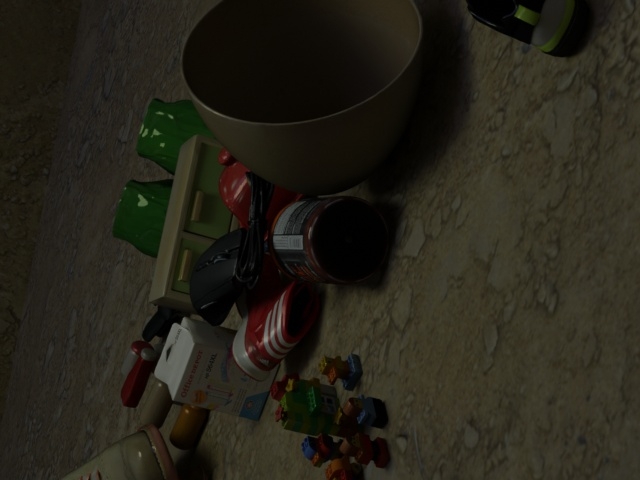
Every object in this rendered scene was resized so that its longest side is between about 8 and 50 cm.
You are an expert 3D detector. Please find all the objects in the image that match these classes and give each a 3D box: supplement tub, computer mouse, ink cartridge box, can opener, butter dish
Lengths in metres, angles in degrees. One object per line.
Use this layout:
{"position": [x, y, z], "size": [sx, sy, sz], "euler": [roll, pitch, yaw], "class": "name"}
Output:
{"position": [0.000, 0.000, 1.596], "size": [0.198, 0.106, 0.106], "euler": [180, 105, -69], "class": "supplement tub"}
{"position": [-0.122, 0.000, 1.717], "size": [0.262, 0.060, 0.184], "euler": [135, 146, -65], "class": "computer mouse"}
{"position": [-0.145, 0.172, 1.782], "size": [0.090, 0.143, 0.092], "euler": [-127, 56, -65], "class": "ink cartridge box"}
{"position": [-0.264, 0.126, 2.252], "size": [0.073, 0.059, 0.186], "euler": [65, 153, 21], "class": "can opener"}
{"position": [-0.092, -0.093, 1.841], "size": [0.160, 0.118, 0.160], "euler": [-50, 27, 12], "class": "butter dish"}

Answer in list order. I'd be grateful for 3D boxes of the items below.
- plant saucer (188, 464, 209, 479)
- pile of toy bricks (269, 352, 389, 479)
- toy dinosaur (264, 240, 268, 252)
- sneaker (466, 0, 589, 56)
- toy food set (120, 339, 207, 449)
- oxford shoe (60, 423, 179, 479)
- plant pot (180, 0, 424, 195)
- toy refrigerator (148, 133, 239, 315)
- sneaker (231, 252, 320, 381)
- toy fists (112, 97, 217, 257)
{"position": [-0.178, 0.369, 1.907], "size": [0.083, 0.015, 0.083], "euler": [-165, 90, -70], "class": "plant saucer"}
{"position": [-0.004, 0.197, 1.461], "size": [0.118, 0.105, 0.212], "euler": [-62, 24, 30], "class": "pile of toy bricks"}
{"position": [-0.073, 0.002, 1.896], "size": [0.082, 0.090, 0.047], "euler": [19, 73, 37], "class": "toy dinosaur"}
{"position": [0.186, -0.254, 1.313], "size": [0.084, 0.097, 0.235], "euler": [-68, 22, 15], "class": "sneaker"}
{"position": [-0.244, 0.211, 2.055], "size": [0.105, 0.111, 0.232], "euler": [-64, 25, 23], "class": "toy food set"}
{"position": [-0.314, 0.385, 2.002], "size": [0.141, 0.146, 0.397], "euler": [67, 153, 15], "class": "oxford shoe"}
{"position": [-0.006, -0.165, 1.568], "size": [0.191, 0.284, 0.284], "euler": [75, -173, -45], "class": "plant pot"}
{"position": [-0.189, -0.024, 2.096], "size": [0.094, 0.102, 0.270], "euler": [-21, 55, 64], "class": "toy refrigerator"}
{"position": [-0.047, 0.076, 1.737], "size": [0.128, 0.087, 0.221], "euler": [-38, 35, 28], "class": "sneaker"}
{"position": [-0.251, -0.104, 2.267], "size": [0.096, 0.142, 0.279], "euler": [-4, -68, -79], "class": "toy fists"}
